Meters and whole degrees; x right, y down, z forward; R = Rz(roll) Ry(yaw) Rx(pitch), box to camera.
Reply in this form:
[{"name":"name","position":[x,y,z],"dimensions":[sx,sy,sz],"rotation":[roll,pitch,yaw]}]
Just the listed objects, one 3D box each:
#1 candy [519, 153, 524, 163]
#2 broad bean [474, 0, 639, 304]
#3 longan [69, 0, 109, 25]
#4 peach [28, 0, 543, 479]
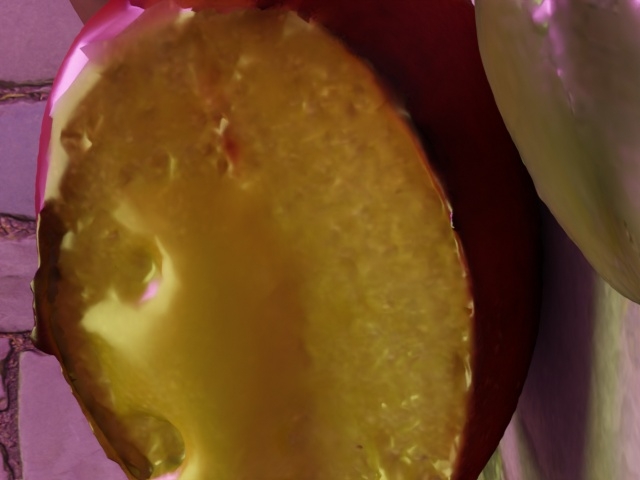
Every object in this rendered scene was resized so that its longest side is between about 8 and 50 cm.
[{"name":"candy","position":[0.120,-0.117,0.930],"dimensions":[0.055,0.049,0.184],"rotation":[-9,72,50]},{"name":"broad bean","position":[0.125,-0.054,0.720],"dimensions":[0.228,0.100,0.169],"rotation":[-126,29,-71]},{"name":"longan","position":[-0.065,-0.223,1.391],"dimensions":[0.258,0.258,0.258],"rotation":[178,90,-81]},{"name":"peach","position":[-0.017,0.012,1.031],"dimensions":[0.281,0.281,0.338],"rotation":[109,166,-64]}]
